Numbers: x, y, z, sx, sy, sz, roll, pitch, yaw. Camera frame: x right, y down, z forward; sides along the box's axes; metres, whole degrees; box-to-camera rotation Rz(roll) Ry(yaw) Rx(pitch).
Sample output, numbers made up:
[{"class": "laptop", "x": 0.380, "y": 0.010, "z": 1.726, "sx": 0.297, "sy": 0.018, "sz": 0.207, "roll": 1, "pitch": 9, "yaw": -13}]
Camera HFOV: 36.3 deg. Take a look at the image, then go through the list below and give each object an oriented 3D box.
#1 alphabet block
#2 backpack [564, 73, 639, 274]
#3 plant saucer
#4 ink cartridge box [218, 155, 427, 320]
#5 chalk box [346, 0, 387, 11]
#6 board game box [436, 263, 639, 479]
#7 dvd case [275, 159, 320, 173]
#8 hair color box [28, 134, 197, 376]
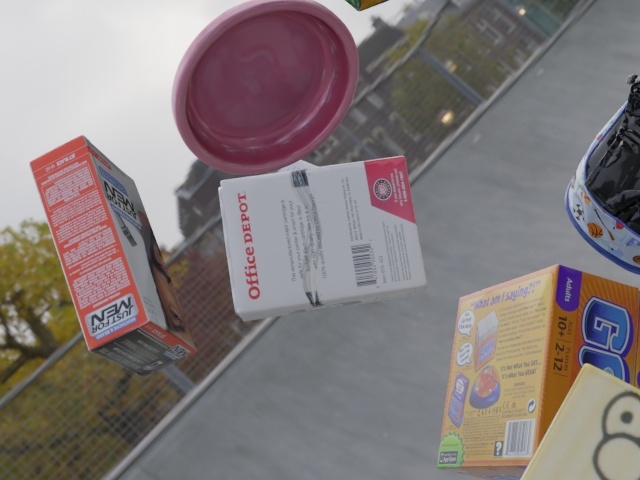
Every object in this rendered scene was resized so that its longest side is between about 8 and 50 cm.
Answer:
[{"class": "alphabet block", "x": 0.323, "y": 0.271, "z": 1.020, "sx": 0.197, "sy": 0.192, "sz": 0.193, "roll": -58, "pitch": -27, "yaw": -6}, {"class": "backpack", "x": 0.517, "y": -0.081, "z": 1.534, "sx": 0.263, "sy": 0.276, "sz": 0.213, "roll": -39, "pitch": -23, "yaw": -29}, {"class": "plant saucer", "x": -0.098, "y": -0.268, "z": 1.649, "sx": 0.332, "sy": 0.084, "sz": 0.332, "roll": -16, "pitch": -46, "yaw": -18}, {"class": "ink cartridge box", "x": 0.000, "y": 0.000, "z": 1.239, "sx": 0.237, "sy": 0.172, "sz": 0.100, "roll": -8, "pitch": -9, "yaw": -4}, {"class": "chalk box", "x": 0.044, "y": -0.461, "z": 1.285, "sx": 0.180, "sy": 0.289, "sz": 0.179, "roll": -25, "pitch": -44, "yaw": -17}, {"class": "board game box", "x": 0.479, "y": 0.288, "z": 1.858, "sx": 0.356, "sy": 0.356, "sz": 0.356, "roll": 149, "pitch": 134, "yaw": -65}, {"class": "dvd case", "x": -0.005, "y": -0.061, "z": 1.867, "sx": 0.180, "sy": 0.253, "sz": 0.022, "roll": -50, "pitch": -31, "yaw": -30}, {"class": "hair color box", "x": -0.159, "y": 0.013, "z": 0.749, "sx": 0.053, "sy": 0.167, "sz": 0.093, "roll": -26, "pitch": -24, "yaw": 5}]
